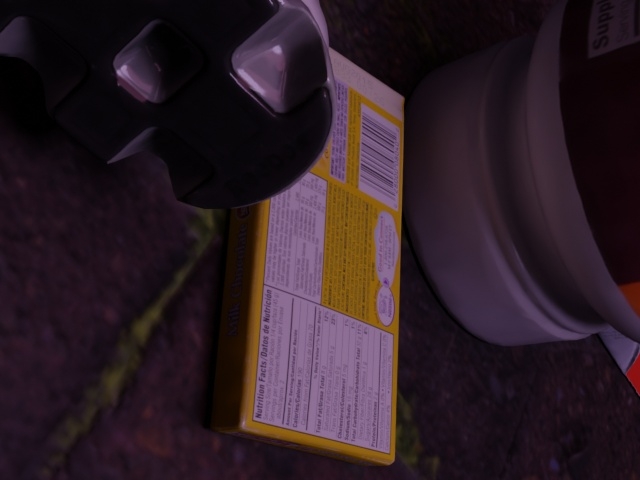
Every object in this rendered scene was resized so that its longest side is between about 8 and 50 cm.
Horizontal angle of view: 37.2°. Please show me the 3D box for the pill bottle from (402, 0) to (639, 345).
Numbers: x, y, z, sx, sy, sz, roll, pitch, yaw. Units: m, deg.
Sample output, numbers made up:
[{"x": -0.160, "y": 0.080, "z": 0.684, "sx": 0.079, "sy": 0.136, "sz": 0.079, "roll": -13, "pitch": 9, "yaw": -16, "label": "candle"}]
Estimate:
[{"x": 0.249, "y": -0.062, "z": 0.494, "sx": 0.224, "sy": 0.392, "sz": 0.224, "roll": 19, "pitch": 65, "yaw": -45, "label": "pill bottle"}]

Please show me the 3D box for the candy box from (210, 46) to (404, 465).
[{"x": 0.000, "y": 0.000, "z": 0.468, "sx": 0.105, "sy": 0.027, "sz": 0.206, "roll": 24, "pitch": 61, "yaw": -41, "label": "candy box"}]

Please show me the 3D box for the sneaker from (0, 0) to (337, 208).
[{"x": -0.119, "y": -0.162, "z": 0.329, "sx": 0.330, "sy": 0.122, "sz": 0.146, "roll": 47, "pitch": 29, "yaw": -29, "label": "sneaker"}]

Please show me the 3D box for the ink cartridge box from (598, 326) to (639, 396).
[{"x": 0.257, "y": 0.033, "z": 0.750, "sx": 0.179, "sy": 0.045, "sz": 0.145, "roll": 49, "pitch": 46, "yaw": -24, "label": "ink cartridge box"}]
